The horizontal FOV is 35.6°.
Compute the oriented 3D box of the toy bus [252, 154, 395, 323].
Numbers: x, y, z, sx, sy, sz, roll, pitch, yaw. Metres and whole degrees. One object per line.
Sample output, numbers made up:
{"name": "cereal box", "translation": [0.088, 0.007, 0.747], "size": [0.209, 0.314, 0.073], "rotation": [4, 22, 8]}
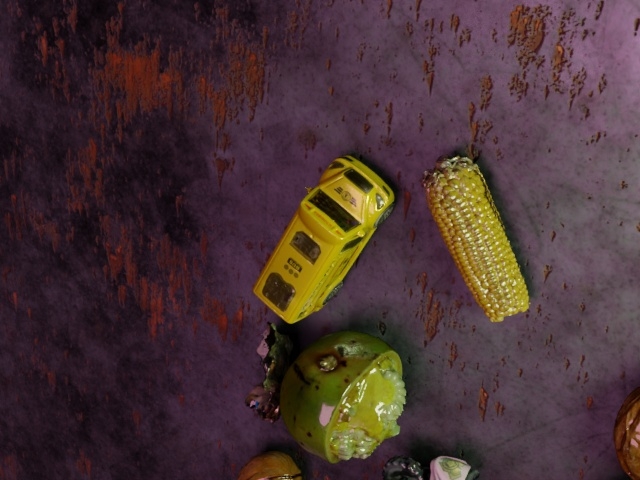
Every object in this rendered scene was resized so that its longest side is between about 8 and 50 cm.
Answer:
{"name": "toy bus", "translation": [0.000, 0.000, 1.910], "size": [0.144, 0.152, 0.330], "rotation": [41, 126, 13]}

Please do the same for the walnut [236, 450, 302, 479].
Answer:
{"name": "walnut", "translation": [-0.115, 0.546, 2.225], "size": [0.144, 0.144, 0.180], "rotation": [52, 136, 4]}

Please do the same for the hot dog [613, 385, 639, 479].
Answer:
{"name": "hot dog", "translation": [0.671, 0.366, 1.623], "size": [0.387, 0.174, 0.267], "rotation": [30, 120, 24]}

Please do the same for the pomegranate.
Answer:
{"name": "pomegranate", "translation": [0.047, 0.323, 1.969], "size": [0.260, 0.260, 0.341], "rotation": [28, 146, 21]}

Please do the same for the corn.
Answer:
{"name": "corn", "translation": [0.272, -0.003, 1.762], "size": [0.115, 0.115, 0.318], "rotation": [-20, 98, 37]}

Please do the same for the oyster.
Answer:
{"name": "oyster", "translation": [-0.101, 0.283, 2.067], "size": [0.092, 0.198, 0.259], "rotation": [9, 148, -6]}

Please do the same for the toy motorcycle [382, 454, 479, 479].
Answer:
{"name": "toy motorcycle", "translation": [0.266, 0.549, 1.977], "size": [0.188, 0.143, 0.327], "rotation": [-31, 99, 37]}
